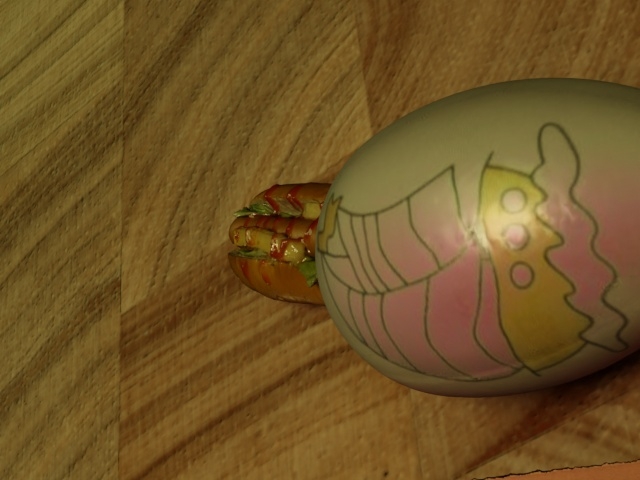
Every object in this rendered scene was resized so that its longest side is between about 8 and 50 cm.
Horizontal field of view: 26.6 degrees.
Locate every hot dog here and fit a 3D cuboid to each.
[{"bbox_3d":[0.000,0.000,1.067,0.250,0.076,0.104,9,74,49],"label":"hot dog"}]

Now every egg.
[{"bbox_3d":[0.121,-0.001,0.828,0.271,0.196,0.196,-5,63,46],"label":"egg"}]

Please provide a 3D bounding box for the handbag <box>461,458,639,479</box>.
[{"bbox_3d":[0.146,0.195,0.689,0.212,0.059,0.157,-7,58,2],"label":"handbag"}]
